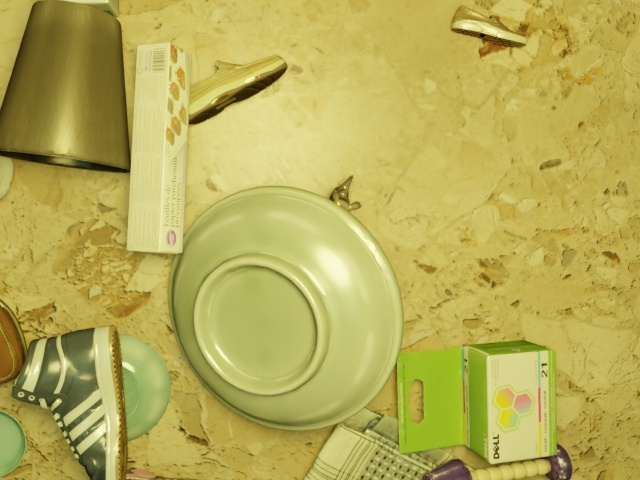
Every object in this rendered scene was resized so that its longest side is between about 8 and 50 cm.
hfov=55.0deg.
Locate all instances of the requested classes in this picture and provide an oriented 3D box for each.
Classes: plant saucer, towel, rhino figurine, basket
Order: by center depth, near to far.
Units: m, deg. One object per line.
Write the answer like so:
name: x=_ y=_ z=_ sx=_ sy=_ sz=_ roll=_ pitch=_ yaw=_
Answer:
basket: x=-0.379 y=-0.229 z=0.934 sx=0.205 sy=0.154 sz=0.226 roll=7 pitch=89 yaw=-28
plant saucer: x=-0.078 y=0.119 z=0.939 sx=0.401 sy=0.100 sz=0.399 roll=4 pitch=101 yaw=19
plant saucer: x=-0.546 y=0.333 z=1.018 sx=0.120 sy=0.021 sz=0.119 roll=-1 pitch=95 yaw=-7
rhino figurine: x=0.000 y=0.000 z=1.020 sx=0.073 sy=0.106 sz=0.243 roll=28 pitch=91 yaw=-9
plant saucer: x=-0.352 y=0.254 z=1.030 sx=0.195 sy=0.037 sz=0.194 roll=-1 pitch=95 yaw=-8
towel: x=0.104 y=0.485 z=1.099 sx=0.312 sy=0.056 sz=0.324 roll=32 pitch=89 yaw=-9

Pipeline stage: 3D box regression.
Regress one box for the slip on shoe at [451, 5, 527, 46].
slip on shoe: x=0.295 y=-0.368 z=1.060 sx=0.136 sy=0.051 sz=0.041 roll=14 pitch=95 yaw=0

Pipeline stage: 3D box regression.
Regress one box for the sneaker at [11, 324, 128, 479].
sneaker: x=-0.387 y=0.278 z=0.956 sx=0.153 sy=0.099 sz=0.281 roll=-4 pitch=88 yaw=-12

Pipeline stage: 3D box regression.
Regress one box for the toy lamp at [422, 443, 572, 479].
toy lamp: x=0.311 y=0.412 z=1.081 sx=0.275 sy=0.080 sz=0.080 roll=-3 pitch=95 yaw=-19

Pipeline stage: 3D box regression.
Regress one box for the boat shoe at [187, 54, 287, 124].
boat shoe: x=-0.149 y=-0.265 z=1.004 sx=0.190 sy=0.068 sz=0.072 roll=-28 pitch=86 yaw=-4

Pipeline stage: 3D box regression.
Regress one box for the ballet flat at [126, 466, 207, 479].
ballet flat: x=-0.253 y=0.438 z=1.036 sx=0.222 sy=0.079 sz=0.076 roll=17 pitch=91 yaw=-9

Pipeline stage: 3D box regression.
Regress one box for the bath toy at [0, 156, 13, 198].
bath toy: x=-0.631 y=-0.171 z=0.910 sx=0.348 sy=0.129 sz=0.151 roll=39 pitch=83 yaw=-10

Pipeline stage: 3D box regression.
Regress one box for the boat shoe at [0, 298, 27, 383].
boat shoe: x=-0.560 y=0.102 z=0.941 sx=0.111 sy=0.104 sz=0.307 roll=-28 pitch=108 yaw=-10

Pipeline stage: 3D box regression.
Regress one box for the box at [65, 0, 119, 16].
box: x=-0.371 y=-0.406 z=0.949 sx=0.101 sy=0.087 sz=0.101 roll=-2 pitch=95 yaw=-7

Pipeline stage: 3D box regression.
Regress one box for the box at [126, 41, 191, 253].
box: x=-0.252 y=-0.142 z=0.962 sx=0.067 sy=0.063 sz=0.323 roll=2 pitch=89 yaw=22

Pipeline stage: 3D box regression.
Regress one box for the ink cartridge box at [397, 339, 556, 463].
ink cartridge box: x=0.269 y=0.282 z=1.064 sx=0.256 sy=0.097 sz=0.188 roll=-2 pitch=92 yaw=-16
